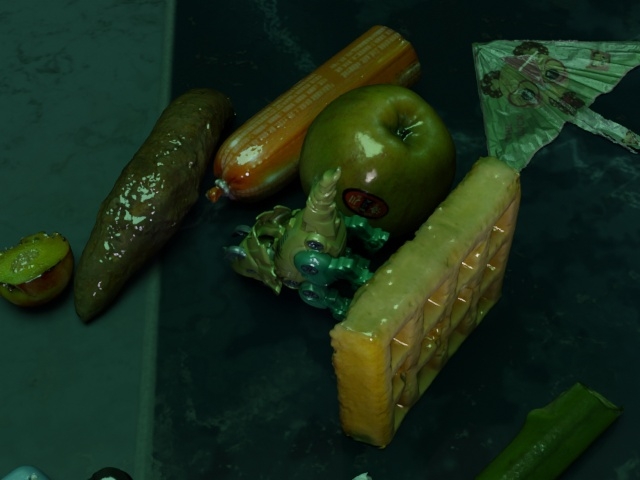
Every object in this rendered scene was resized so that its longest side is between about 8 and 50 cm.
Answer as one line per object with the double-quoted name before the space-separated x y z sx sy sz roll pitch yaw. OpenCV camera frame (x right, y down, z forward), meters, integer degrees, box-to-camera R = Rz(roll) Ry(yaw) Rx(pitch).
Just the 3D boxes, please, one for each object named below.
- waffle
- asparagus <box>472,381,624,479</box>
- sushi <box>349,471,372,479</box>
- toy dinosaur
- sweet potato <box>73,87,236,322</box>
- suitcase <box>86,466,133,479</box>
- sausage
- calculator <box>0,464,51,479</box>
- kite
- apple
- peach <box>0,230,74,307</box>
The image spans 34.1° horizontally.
"waffle" 0.106 0.065 1.020 0.055 0.221 0.248 32 63 23
"asparagus" 0.191 0.226 0.999 0.277 0.060 0.067 -40 92 -22
"sushi" 0.023 0.278 0.981 0.084 0.056 0.083 -22 65 -13
"toy dinosaur" 0.000 0.000 1.075 0.153 0.259 0.094 25 59 -13
"sweet potato" -0.183 -0.061 1.192 0.092 0.114 0.342 28 61 0
"suitcase" -0.198 0.363 0.900 0.206 0.066 0.286 -28 69 -14
"sausage" -0.017 -0.140 1.248 0.312 0.093 0.093 -39 62 -21
"calculator" -0.317 0.304 0.990 0.210 0.039 0.121 -36 63 -20
"kite" 0.293 -0.186 1.310 0.323 0.013 0.267 -38 61 -20
"apple" 0.065 -0.088 1.154 0.182 0.155 0.183 10 56 -15
"peach" -0.318 0.037 1.162 0.098 0.061 0.098 -9 33 6
